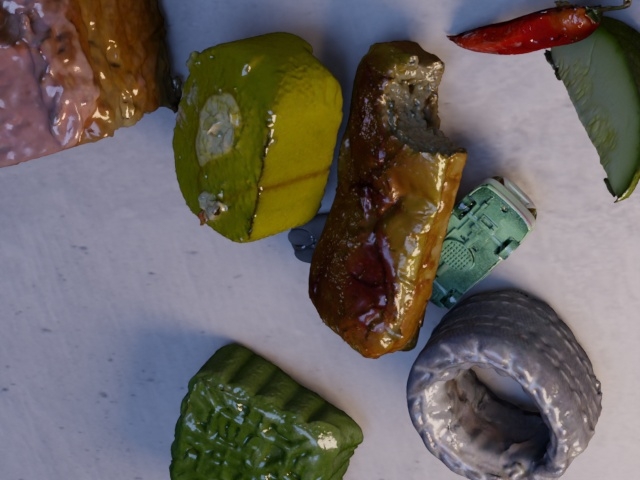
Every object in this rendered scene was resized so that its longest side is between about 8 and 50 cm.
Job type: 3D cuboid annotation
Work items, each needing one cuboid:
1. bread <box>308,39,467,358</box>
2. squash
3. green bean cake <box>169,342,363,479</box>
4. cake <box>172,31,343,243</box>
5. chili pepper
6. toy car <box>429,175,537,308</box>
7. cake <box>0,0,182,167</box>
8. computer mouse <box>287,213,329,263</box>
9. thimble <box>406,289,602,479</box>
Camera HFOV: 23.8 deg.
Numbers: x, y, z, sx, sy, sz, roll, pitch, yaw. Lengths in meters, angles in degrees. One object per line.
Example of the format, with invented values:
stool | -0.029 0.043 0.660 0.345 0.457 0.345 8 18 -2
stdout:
bread | 0.084 -0.047 1.840 0.185 0.109 0.380 43 128 49
squash | 0.311 -0.159 1.658 0.169 0.252 0.093 40 120 0
green bean cake | -0.077 0.285 2.101 0.248 0.125 0.222 22 120 11
cake | -0.083 -0.133 1.859 0.179 0.156 0.260 38 131 30
chili pepper | 0.248 -0.241 1.728 0.268 0.059 0.050 -8 98 45
toy car | 0.185 0.000 1.888 0.090 0.076 0.224 43 140 1
cake | -0.384 -0.253 1.876 0.307 0.293 0.314 -9 104 23
computer mouse | 0.000 0.001 1.985 0.096 0.039 0.066 -12 109 27
thimble | 0.235 0.184 1.904 0.236 0.172 0.205 32 124 8
